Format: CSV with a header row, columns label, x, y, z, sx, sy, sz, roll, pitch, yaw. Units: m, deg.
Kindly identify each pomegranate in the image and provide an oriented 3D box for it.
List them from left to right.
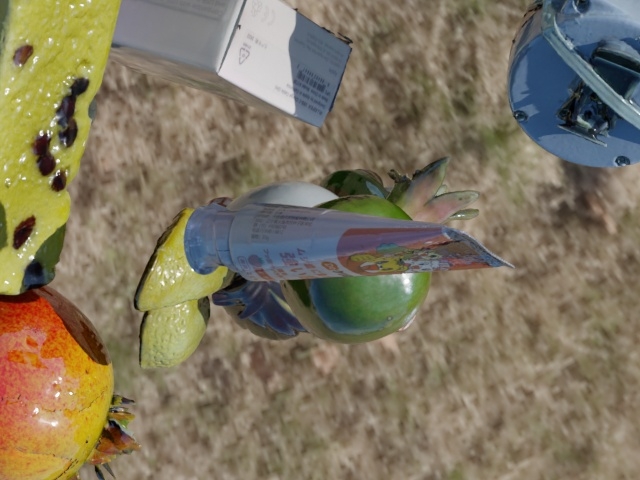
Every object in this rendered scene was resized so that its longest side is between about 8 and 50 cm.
label,x,y,z,sx,sy,sz,roll,pitch,yaw
pomegranate,-0.279,0.142,1.348,0.235,0.210,0.210,25,115,-16
pomegranate,0.049,0.004,1.283,0.131,0.152,0.191,44,82,-2

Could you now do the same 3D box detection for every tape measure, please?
label,x,y,z,sx,sy,sz,roll,pitch,yaw
tape measure,0.258,-0.151,1.313,0.182,0.107,0.181,17,133,0

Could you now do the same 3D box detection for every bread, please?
label,x,y,z,sx,sy,sz,roll,pitch,yaw
bread,-0.249,-0.123,1.221,0.138,0.077,0.361,-4,112,-57
bread,-0.117,0.050,1.278,0.065,0.187,0.149,21,90,6

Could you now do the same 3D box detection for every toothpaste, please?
label,x,y,z,sx,sy,sz,roll,pitch,yaw
toothpaste,0.013,0.001,1.018,0.234,0.057,0.089,0,164,31

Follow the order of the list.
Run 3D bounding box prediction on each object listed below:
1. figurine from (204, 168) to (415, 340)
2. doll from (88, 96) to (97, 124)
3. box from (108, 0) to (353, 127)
label,x,y,z,sx,sy,sz,roll,pitch,yaw
figurine,0.000,0.000,1.672,0.281,0.370,0.167,27,117,18
doll,-0.343,-0.087,1.504,0.278,0.149,0.175,-40,122,-15
box,-0.127,-0.210,1.460,0.203,0.251,0.106,19,91,-60
